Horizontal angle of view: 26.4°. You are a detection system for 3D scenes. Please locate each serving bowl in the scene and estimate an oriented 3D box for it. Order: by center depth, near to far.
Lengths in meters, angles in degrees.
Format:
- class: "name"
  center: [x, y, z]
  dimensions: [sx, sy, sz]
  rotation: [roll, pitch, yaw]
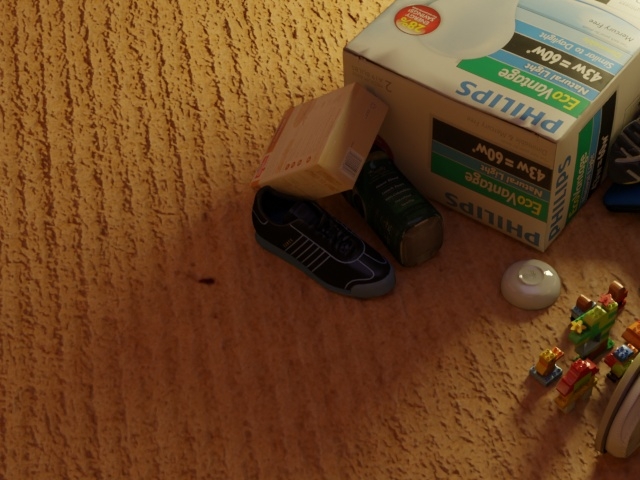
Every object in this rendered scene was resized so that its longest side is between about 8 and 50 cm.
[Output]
- class: "serving bowl"
  center: [0.289, 0.055, 1.872]
  dimensions: [0.083, 0.027, 0.083]
  rotation: [-2, 49, 3]

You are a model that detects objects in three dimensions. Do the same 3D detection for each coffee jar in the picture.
- class: "coffee jar"
  center: [0.096, -0.054, 1.935]
  dimensions: [0.079, 0.096, 0.184]
  rotation: [-27, 53, -16]

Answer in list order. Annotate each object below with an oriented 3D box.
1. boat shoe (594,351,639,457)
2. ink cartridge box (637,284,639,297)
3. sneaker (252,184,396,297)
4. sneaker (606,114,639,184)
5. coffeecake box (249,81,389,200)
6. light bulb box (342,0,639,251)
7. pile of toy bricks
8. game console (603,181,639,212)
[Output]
- class: "boat shoe"
  center: [0.459, 0.168, 1.707]
  dimensions: [0.103, 0.113, 0.302]
  rotation: [33, 62, 27]
- class: "ink cartridge box"
  center: [0.501, 0.126, 1.574]
  dimensions: [0.193, 0.234, 0.088]
  rotation: [-18, 2, 27]
- class: "sneaker"
  center: [0.000, 0.000, 1.897]
  dimensions: [0.232, 0.090, 0.081]
  rotation: [24, 54, 23]
- class: "sneaker"
  center: [0.484, -0.154, 1.959]
  dimensions: [0.081, 0.094, 0.208]
  rotation: [43, 79, 5]
- class: "coffeecake box"
  center: [-0.004, -0.132, 1.939]
  dimensions: [0.185, 0.068, 0.142]
  rotation: [-13, 47, 56]
- class: "light bulb box"
  center: [0.275, -0.232, 1.994]
  dimensions: [0.358, 0.225, 0.361]
  rotation: [27, 55, 25]
- class: "pile of toy bricks"
  center: [0.359, 0.114, 1.764]
  dimensions: [0.212, 0.105, 0.118]
  rotation: [-33, 54, -23]
- class: "game console"
  center: [0.600, -0.078, 1.970]
  dimensions: [0.250, 0.173, 0.293]
  rotation: [2, 40, 49]
